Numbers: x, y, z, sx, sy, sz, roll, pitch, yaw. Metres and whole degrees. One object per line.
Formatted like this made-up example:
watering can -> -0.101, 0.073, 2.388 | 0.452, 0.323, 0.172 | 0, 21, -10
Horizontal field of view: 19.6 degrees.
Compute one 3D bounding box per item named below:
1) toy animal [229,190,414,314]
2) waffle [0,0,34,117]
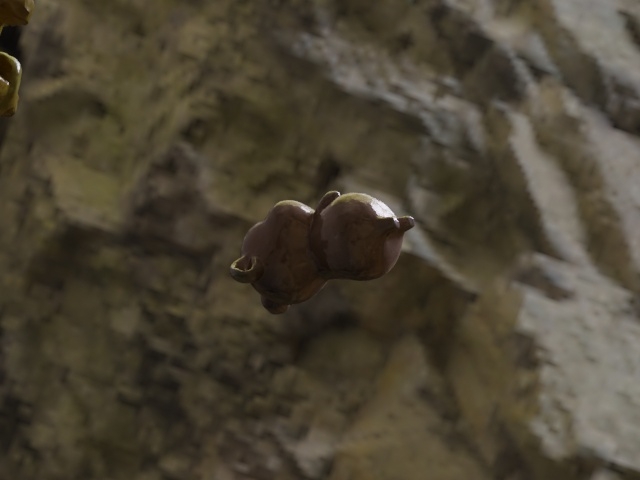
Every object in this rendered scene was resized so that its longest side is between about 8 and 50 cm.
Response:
toy animal -> 0.000, 0.005, 1.362 | 0.150, 0.083, 0.089 | -23, -147, 29
waffle -> -0.248, -0.103, 0.855 | 0.283, 0.065, 0.309 | -20, 122, -37
